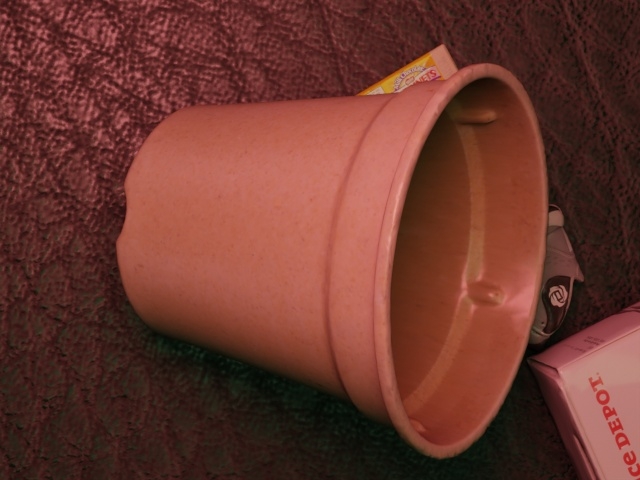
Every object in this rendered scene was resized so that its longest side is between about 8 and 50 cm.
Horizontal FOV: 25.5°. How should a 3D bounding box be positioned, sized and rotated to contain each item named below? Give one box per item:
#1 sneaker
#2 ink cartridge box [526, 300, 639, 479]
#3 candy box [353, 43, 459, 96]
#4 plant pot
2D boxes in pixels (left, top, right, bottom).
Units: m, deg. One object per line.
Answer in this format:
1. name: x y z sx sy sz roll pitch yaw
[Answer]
1. sneaker: 0.169 0.069 1.427 0.228 0.086 0.132 -29 98 -7
2. ink cartridge box: 0.386 0.155 1.442 0.289 0.121 0.211 -25 96 -7
3. candy box: 0.062 -0.102 1.431 0.206 0.027 0.105 -31 94 -7
4. plant pot: 0.000 0.000 1.263 0.305 0.334 0.334 8 91 29
